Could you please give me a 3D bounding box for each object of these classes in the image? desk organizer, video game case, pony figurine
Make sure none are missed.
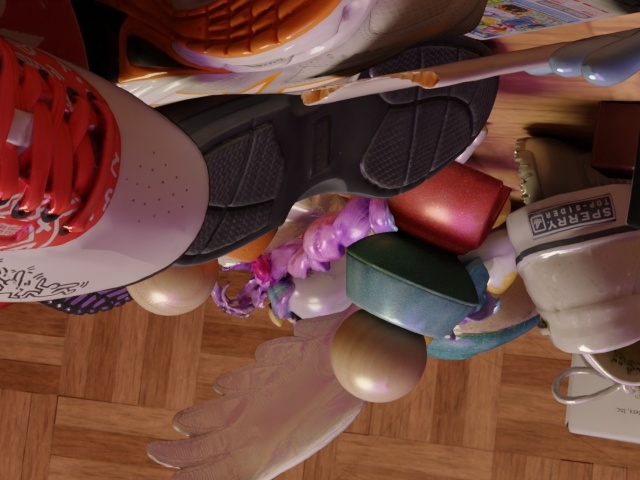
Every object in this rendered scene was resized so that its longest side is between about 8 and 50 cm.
[{"bbox_3d":[0.225,-0.058,0.874,0.050,0.047,0.130,6,175,27],"label":"desk organizer"},{"bbox_3d":[0.087,-0.115,0.601,0.087,0.011,0.122,9,174,-37],"label":"video game case"},{"bbox_3d":[0.010,0.026,1.110,0.351,0.303,0.363,-28,163,10],"label":"pony figurine"}]

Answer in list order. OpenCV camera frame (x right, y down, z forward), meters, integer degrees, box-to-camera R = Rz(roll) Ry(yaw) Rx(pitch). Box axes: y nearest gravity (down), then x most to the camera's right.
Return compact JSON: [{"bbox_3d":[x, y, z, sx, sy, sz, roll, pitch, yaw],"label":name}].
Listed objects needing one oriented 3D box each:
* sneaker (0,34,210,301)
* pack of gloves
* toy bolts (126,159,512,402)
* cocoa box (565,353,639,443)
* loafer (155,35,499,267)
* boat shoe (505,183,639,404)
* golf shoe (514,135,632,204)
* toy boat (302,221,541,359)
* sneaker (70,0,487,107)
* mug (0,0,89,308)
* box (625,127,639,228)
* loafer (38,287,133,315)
[{"bbox_3d":[-0.116,-0.031,0.392,0.270,0.090,0.145,17,172,-39],"label":"sneaker"},{"bbox_3d":[0.142,-0.063,0.488,0.232,0.046,0.195,-15,-173,-35],"label":"pack of gloves"},{"bbox_3d":[0.000,0.000,0.838,0.228,0.158,0.218,24,-176,17],"label":"toy bolts"},{"bbox_3d":[0.431,0.085,1.153,0.228,0.231,0.347,10,174,-40],"label":"cocoa box"},{"bbox_3d":[-0.011,-0.066,0.660,0.084,0.096,0.267,30,-146,32],"label":"loafer"},{"bbox_3d":[0.229,0.061,0.971,0.135,0.156,0.367,-13,170,14],"label":"boat shoe"},{"bbox_3d":[0.206,-0.051,0.974,0.086,0.069,0.176,-17,169,31],"label":"golf shoe"},{"bbox_3d":[0.110,0.049,1.426,0.318,0.148,0.267,12,-159,33],"label":"toy boat"},{"bbox_3d":[-0.039,-0.093,0.556,0.121,0.099,0.262,5,178,-42],"label":"sneaker"},{"bbox_3d":[-0.179,-0.046,0.488,0.169,0.113,0.150,-19,-131,-37],"label":"mug"},{"bbox_3d":[0.279,-0.026,0.584,0.184,0.103,0.261,4,-173,-10],"label":"box"},{"bbox_3d":[-0.290,-0.048,1.142,0.133,0.130,0.366,-22,149,15],"label":"loafer"}]
